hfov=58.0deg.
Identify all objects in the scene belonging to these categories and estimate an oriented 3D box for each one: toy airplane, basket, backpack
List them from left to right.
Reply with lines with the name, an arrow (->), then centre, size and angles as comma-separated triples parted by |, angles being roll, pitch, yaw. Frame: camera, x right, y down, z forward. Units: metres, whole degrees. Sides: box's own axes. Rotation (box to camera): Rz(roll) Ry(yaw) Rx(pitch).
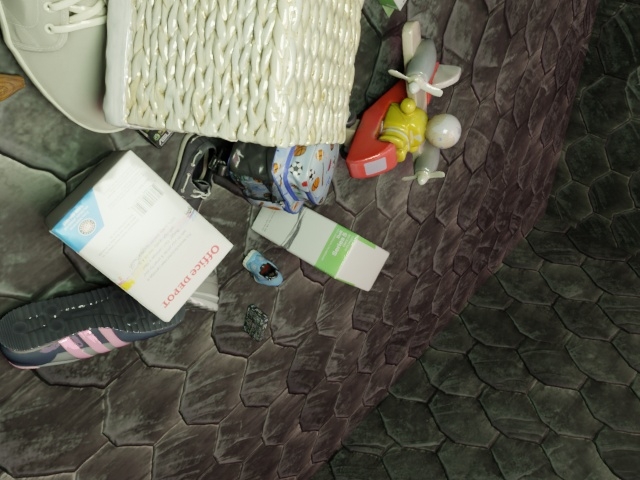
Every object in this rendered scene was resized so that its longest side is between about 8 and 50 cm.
basket -> -0.104, -0.313, 0.846 | 0.328, 0.266, 0.331 | -29, 129, -69
backpack -> -0.071, -0.182, 1.177 | 0.263, 0.213, 0.276 | 88, 24, -74
toy airplane -> 0.247, -0.322, 1.459 | 0.386, 0.272, 0.384 | -5, 121, -53

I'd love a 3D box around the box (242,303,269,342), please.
box -> -0.175, 0.223, 1.554 | 0.018, 0.067, 0.083 | -17, 130, -48

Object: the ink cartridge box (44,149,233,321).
ink cartridge box -> -0.304, -0.011, 0.969 | 0.171, 0.168, 0.233 | -50, 116, -14

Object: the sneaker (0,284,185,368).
sneaker -> -0.418, 0.163, 1.076 | 0.319, 0.112, 0.131 | -5, 146, -27

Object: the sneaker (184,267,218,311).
sneaker -> -0.321, 0.067, 1.210 | 0.281, 0.105, 0.115 | 37, 51, -54

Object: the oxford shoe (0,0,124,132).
oxford shoe -> -0.332, -0.330, 0.744 | 0.169, 0.130, 0.449 | -36, 139, -30

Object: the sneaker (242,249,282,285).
sneaker -> -0.136, 0.086, 1.477 | 0.063, 0.073, 0.162 | -54, 149, -6

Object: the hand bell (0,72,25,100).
hand bell -> -0.488, -0.176, 0.736 | 0.242, 0.126, 0.126 | -38, 146, -49

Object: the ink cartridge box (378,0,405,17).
ink cartridge box -> 0.168, -0.598, 1.301 | 0.109, 0.062, 0.209 | -59, 150, 1

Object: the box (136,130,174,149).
box -> -0.274, -0.279, 0.982 | 0.191, 0.045, 0.184 | -52, 146, -7

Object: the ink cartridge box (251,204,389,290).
ink cartridge box -> 0.000, 0.000, 1.401 | 0.115, 0.273, 0.198 | -61, 149, 2

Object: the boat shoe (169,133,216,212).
boat shoe -> -0.250, -0.111, 1.146 | 0.075, 0.065, 0.206 | -16, 130, -48
